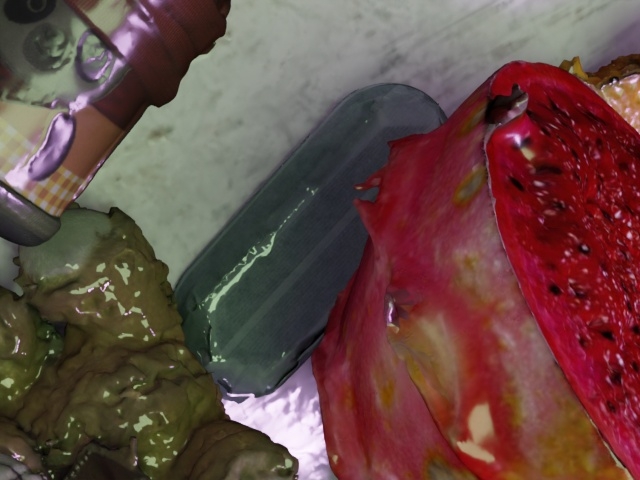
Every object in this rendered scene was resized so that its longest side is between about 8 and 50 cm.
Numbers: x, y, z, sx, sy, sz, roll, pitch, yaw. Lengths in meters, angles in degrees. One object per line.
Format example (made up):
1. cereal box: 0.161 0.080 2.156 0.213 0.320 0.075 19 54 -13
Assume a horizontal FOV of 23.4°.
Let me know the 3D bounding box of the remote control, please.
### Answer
1. remote control: 0.000 0.000 1.029 0.247 0.052 0.104 -49 116 -6

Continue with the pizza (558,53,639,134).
1. pizza: 0.259 -0.075 1.119 0.289 0.081 0.229 31 93 -29

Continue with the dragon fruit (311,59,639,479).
1. dragon fruit: 0.137 0.095 0.927 0.249 0.386 0.371 -36 108 30

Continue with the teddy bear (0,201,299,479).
1. teddy bear: -0.169 0.140 0.920 0.256 0.156 0.267 -26 72 -20

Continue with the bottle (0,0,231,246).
1. bottle: -0.137 -0.139 0.881 0.271 0.143 0.156 -52 143 -4
